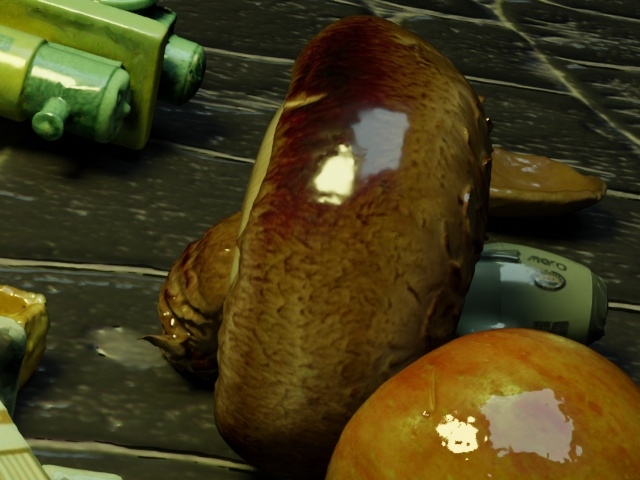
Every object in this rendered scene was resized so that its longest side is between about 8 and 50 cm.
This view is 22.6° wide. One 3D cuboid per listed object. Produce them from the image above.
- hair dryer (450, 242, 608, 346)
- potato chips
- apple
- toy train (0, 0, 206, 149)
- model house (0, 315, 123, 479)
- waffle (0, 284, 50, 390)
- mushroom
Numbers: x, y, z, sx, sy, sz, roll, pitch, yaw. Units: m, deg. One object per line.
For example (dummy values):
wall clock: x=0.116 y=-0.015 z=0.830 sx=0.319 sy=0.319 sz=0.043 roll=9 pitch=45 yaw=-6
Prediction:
hair dryer: x=0.069 y=0.070 z=1.087 sx=0.219 sy=0.088 sz=0.225 roll=17 pitch=41 yaw=17
potato chips: x=0.143 y=-0.049 z=1.353 sx=0.202 sy=0.049 sz=0.150 roll=0 pitch=26 yaw=-23
apple: x=0.100 y=0.146 z=0.810 sx=0.196 sy=0.196 sz=0.196 roll=12 pitch=27 yaw=-6
toy train: x=-0.279 y=-0.162 z=1.253 sx=0.369 sy=0.150 sz=0.237 roll=17 pitch=35 yaw=3
model house: x=-0.174 y=0.164 z=0.589 sx=0.198 sy=0.224 sz=0.215 roll=-7 pitch=35 yaw=-36
waffle: x=-0.261 y=0.075 z=0.894 sx=0.161 sy=0.055 sz=0.211 roll=17 pitch=26 yaw=5
mushroom: x=0.010 y=0.009 z=0.957 sx=0.163 sy=0.278 sz=0.297 roll=26 pitch=42 yaw=-12
